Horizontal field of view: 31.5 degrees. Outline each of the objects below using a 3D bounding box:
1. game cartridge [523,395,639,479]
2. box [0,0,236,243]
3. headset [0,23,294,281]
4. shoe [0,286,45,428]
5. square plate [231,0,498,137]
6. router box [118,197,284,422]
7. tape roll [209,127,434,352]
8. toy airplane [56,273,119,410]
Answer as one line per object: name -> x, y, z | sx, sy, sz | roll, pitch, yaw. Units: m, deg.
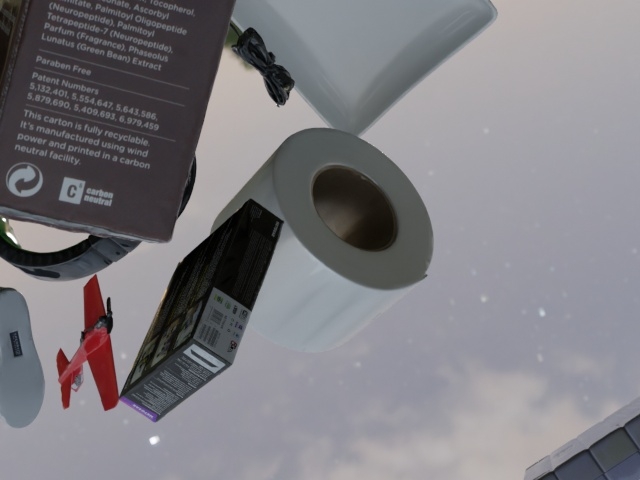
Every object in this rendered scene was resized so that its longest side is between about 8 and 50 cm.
game cartridge -> 0.315, 0.206, 1.158 | 0.230, 0.068, 0.355 | -30, 167, 6
box -> -0.136, -0.208, 0.793 | 0.143, 0.381, 0.191 | 12, -170, -21
headset -> -0.217, -0.108, 1.332 | 0.394, 0.243, 0.185 | -38, 147, 5
shoe -> -0.392, 0.141, 1.410 | 0.063, 0.178, 0.081 | -12, -167, -34
square plate -> 0.027, -0.345, 1.548 | 0.347, 0.344, 0.049 | -38, -174, 46
router box -> -0.107, 0.062, 1.031 | 0.133, 0.046, 0.179 | -38, -157, 41
tape roll -> 0.000, 0.000, 1.457 | 0.169, 0.246, 0.246 | -43, 175, 41
toy airplane -> -0.233, 0.110, 1.125 | 0.028, 0.151, 0.151 | 4, 179, -30
